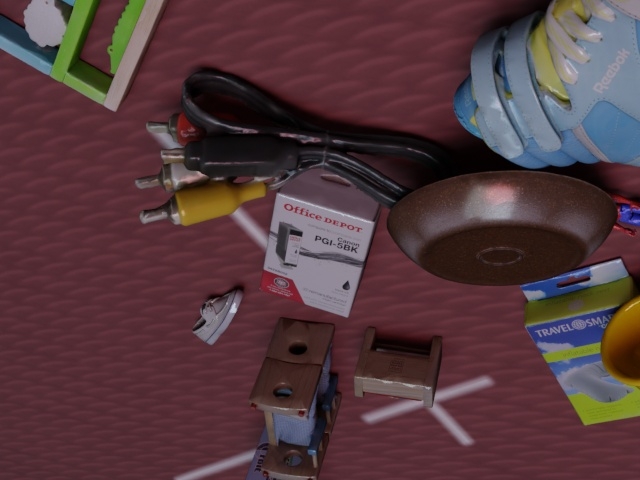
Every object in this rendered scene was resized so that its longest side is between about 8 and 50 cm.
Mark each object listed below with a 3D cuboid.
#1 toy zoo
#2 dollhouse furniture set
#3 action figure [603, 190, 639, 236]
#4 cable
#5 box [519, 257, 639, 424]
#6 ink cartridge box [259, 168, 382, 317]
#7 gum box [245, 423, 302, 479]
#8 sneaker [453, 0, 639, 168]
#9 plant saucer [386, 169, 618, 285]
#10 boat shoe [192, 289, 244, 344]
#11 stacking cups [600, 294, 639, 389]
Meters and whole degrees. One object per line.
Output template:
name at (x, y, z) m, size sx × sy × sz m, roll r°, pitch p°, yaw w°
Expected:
toy zoo at (-0.272, -0.256, 0.745) m, size 0.293 × 0.030 × 0.192 m, roll 30°, pitch 132°, yaw -9°
dollhouse furniture set at (0.032, 0.184, 0.954) m, size 0.184 × 0.129 × 0.129 m, roll 6°, pitch 131°, yaw 14°
action figure at (0.273, -0.024, 0.767) m, size 0.115 × 0.030 × 0.038 m, roll 7°, pitch 136°, yaw 15°
cable at (-0.022, -0.079, 0.790) m, size 0.287 × 0.139 × 0.072 m, roll 2°, pitch 158°, yaw -8°
box at (0.281, 0.106, 0.865) m, size 0.109 × 0.042 × 0.178 m, roll -19°, pitch 122°, yaw 30°
ink cartridge box at (0.000, 0.000, 0.856) m, size 0.099 × 0.056 × 0.135 m, roll 17°, pitch 133°, yaw 5°
gum box at (-0.050, 0.327, 1.085) m, size 0.041 × 0.157 × 0.184 m, roll 4°, pitch 131°, yaw 15°
sneaker at (0.177, -0.145, 0.588) m, size 0.208 × 0.127 × 0.319 m, roll -2°, pitch 147°, yaw 23°
plant saucer at (0.157, 0.000, 0.759) m, size 0.199 × 0.036 × 0.198 m, roll 2°, pitch 158°, yaw 1°
boat shoe at (-0.118, 0.082, 0.983) m, size 0.035 × 0.035 × 0.100 m, roll 29°, pitch 139°, yaw -11°
stacking cups at (0.389, 0.167, 0.826) m, size 0.096 × 0.096 × 0.316 m, roll -29°, pitch 126°, yaw 35°
